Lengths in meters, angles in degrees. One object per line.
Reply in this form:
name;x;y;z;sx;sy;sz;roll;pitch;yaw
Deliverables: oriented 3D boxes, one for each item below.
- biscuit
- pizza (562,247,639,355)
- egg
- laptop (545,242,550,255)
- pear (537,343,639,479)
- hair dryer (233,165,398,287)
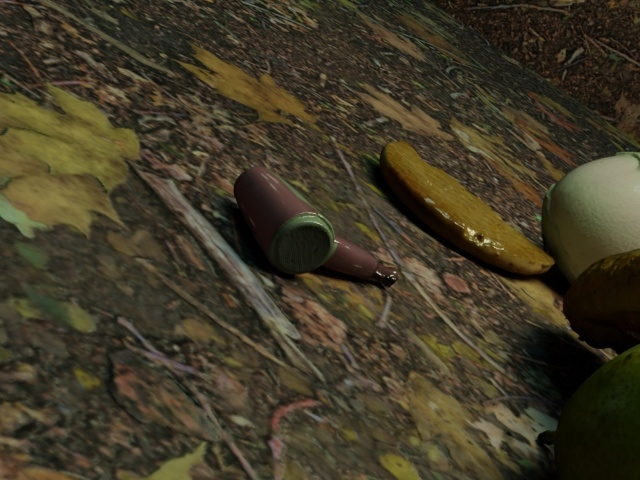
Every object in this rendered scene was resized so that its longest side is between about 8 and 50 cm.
biscuit;0.142;-0.029;1.227;0.224;0.033;0.144;38;22;17
pizza;0.393;0.160;0.931;0.406;0.130;0.440;46;-12;-9
egg;0.342;-0.006;1.267;0.217;0.183;0.183;13;24;-17
laptop;0.390;0.061;1.425;0.269;0.015;0.187;33;20;0
pear;0.227;0.139;0.778;0.216;0.166;0.180;0;23;42
hair dryer;0.004;0.004;0.926;0.154;0.054;0.106;32;12;-34
